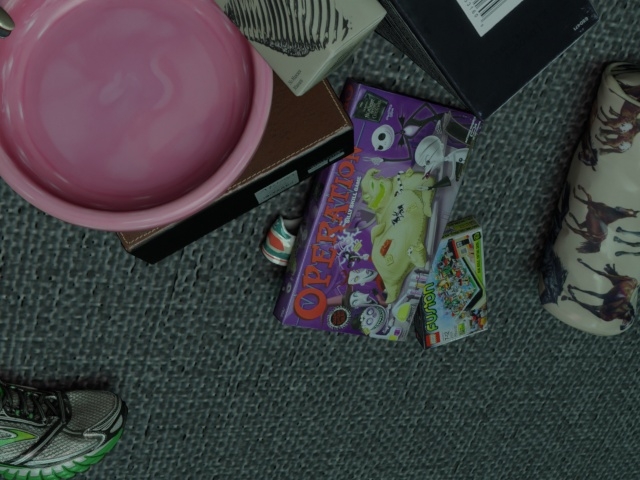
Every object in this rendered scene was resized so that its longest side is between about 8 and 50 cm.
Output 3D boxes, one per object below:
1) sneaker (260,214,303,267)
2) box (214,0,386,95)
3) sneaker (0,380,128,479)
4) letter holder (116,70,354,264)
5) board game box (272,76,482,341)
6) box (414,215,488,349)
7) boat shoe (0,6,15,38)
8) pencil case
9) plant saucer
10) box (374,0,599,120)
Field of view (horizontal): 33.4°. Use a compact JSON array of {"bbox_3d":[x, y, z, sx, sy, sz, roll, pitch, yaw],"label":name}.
[{"bbox_3d":[0.000,0.000,1.510,0.161,0.057,0.075,6,126,-22],"label":"sneaker"},{"bbox_3d":[-0.066,-0.296,1.123,0.094,0.275,0.113,-42,180,-29],"label":"box"},{"bbox_3d":[-0.434,0.247,1.455,0.344,0.134,0.146,-3,123,-20],"label":"sneaker"},{"bbox_3d":[-0.140,-0.140,1.307,0.302,0.214,0.152,-29,173,-2],"label":"letter holder"},{"bbox_3d":[0.079,-0.034,1.483,0.208,0.056,0.346,11,105,-24],"label":"board game box"},{"bbox_3d":[0.197,0.069,1.652,0.114,0.036,0.207,-18,128,-10],"label":"box"},{"bbox_3d":[-0.386,-0.252,1.145,0.043,0.137,0.049,-57,168,10],"label":"boat shoe"},{"bbox_3d":[0.452,-0.053,1.595,0.184,0.160,0.410,6,121,-9],"label":"pencil case"},{"bbox_3d":[-0.217,-0.169,1.193,0.332,0.332,0.084,-26,172,-4],"label":"plant saucer"},{"bbox_3d":[0.107,-0.337,1.171,0.183,0.294,0.296,-41,128,3],"label":"box"}]
